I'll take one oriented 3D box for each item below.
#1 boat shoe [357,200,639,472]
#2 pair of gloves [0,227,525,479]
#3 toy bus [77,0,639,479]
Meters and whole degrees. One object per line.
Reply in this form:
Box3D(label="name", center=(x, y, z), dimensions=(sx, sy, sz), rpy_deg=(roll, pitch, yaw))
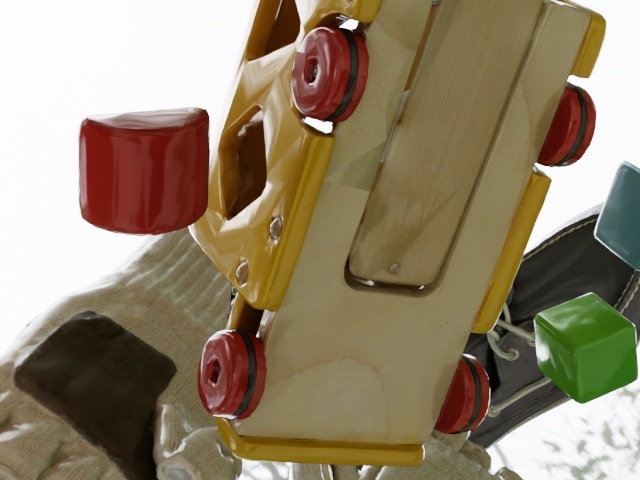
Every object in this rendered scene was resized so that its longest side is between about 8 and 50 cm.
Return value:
Box3D(label="boat shoe", center=(0.092, 0.056, 0.662), dimensions=(0.206, 0.065, 0.075), rpy_deg=(-46, -114, 26))
Box3D(label="pair of gloves", center=(-0.018, 0.093, 0.543), dimensions=(0.240, 0.204, 0.042), rpy_deg=(38, -52, 7))
Box3D(label="toy bus", center=(0.008, -0.010, 0.445), dimensions=(0.202, 0.104, 0.191), rpy_deg=(-33, -56, -8))
